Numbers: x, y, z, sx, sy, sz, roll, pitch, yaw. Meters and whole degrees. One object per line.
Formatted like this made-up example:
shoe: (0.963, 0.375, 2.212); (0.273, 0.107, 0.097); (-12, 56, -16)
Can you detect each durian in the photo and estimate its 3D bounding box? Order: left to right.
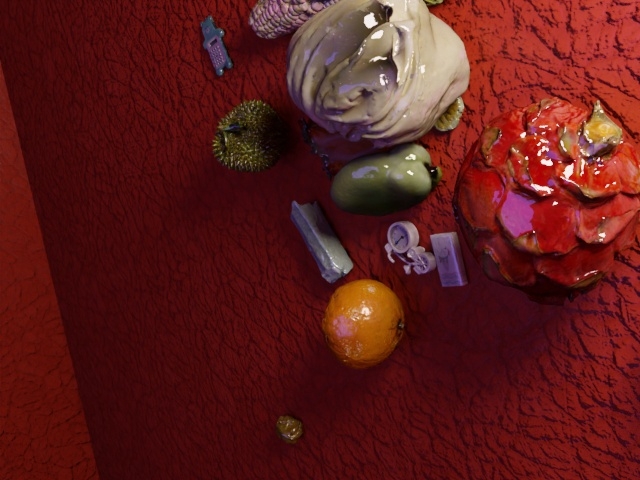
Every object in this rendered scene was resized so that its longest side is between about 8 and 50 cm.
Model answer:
durian: (-0.164, -0.226, 1.630); (0.146, 0.198, 0.159); (-5, 123, 39)

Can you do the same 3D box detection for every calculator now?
calculator: (-0.258, -0.480, 1.768); (0.094, 0.019, 0.141); (-19, 91, 52)

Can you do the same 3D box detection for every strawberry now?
strawberry: (0.071, -0.225, 1.428); (0.228, 0.098, 0.174); (-21, 123, 42)

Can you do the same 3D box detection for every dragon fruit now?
dragon fruit: (0.343, -0.059, 1.091); (0.277, 0.277, 0.342); (43, 145, 28)

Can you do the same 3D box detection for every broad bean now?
broad bean: (0.127, -0.112, 1.401); (0.228, 0.169, 0.100); (-5, 60, 24)

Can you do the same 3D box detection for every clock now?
clock: (0.183, 0.022, 1.470); (0.129, 0.041, 0.087); (52, 133, 27)

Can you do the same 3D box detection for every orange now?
orange: (0.096, 0.177, 1.523); (0.161, 0.193, 0.193); (17, 119, 29)

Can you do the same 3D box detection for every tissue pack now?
tissue pack: (0.252, 0.037, 1.411); (0.056, 0.023, 0.108); (-9, 98, 49)

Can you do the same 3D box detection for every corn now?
corn: (-0.025, -0.493, 1.431); (0.335, 0.127, 0.126); (-20, 90, 52)

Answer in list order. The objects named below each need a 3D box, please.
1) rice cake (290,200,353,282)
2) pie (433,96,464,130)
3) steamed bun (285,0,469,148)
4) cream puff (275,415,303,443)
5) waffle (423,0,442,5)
rice cake: (0.000, 0.001, 1.646); (0.206, 0.063, 0.069); (59, 144, 14)
pie: (0.228, -0.243, 1.326); (0.084, 0.020, 0.084); (21, 119, 42)
steamed bun: (0.084, -0.298, 1.246); (0.320, 0.206, 0.275); (-13, 86, 21)
cream puff: (-0.090, 0.516, 1.961); (0.083, 0.058, 0.083); (52, 135, 22)
waffle: (0.186, -0.504, 1.253); (0.169, 0.036, 0.183); (-3, 105, 46)
